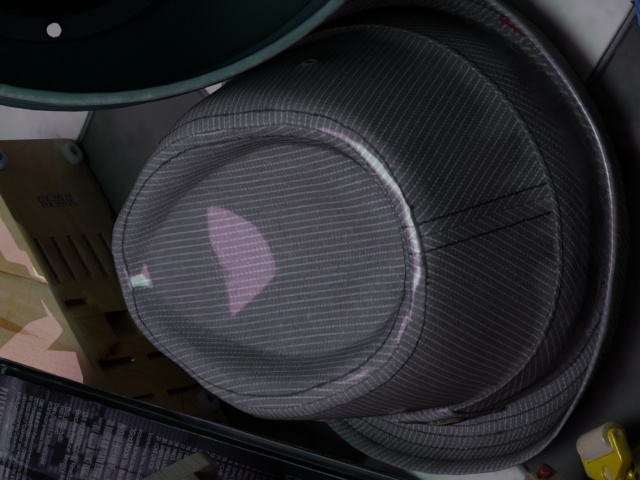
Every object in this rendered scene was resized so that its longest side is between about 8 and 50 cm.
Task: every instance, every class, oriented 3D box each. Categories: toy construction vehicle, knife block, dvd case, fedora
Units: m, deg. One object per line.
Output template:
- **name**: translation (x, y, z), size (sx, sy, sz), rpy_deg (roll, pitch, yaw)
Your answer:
- **toy construction vehicle**: translation (0.152, 0.112, 0.824), size (0.098, 0.035, 0.086), rpy_deg (65, 150, 13)
- **knife block**: translation (-0.209, 0.063, 1.107), size (0.242, 0.088, 0.275), rpy_deg (-38, 74, 29)
- **dvd case**: translation (-0.073, 0.153, 0.993), size (0.221, 0.018, 0.164), rpy_deg (17, 124, -1)
- **fedora**: translation (0.000, 0.000, 0.878), size (0.275, 0.124, 0.243), rpy_deg (2, 104, 48)

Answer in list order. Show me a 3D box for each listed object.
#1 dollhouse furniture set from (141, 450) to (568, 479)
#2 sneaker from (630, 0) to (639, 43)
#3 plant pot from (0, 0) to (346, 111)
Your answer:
- **dollhouse furniture set**: translation (0.024, 0.143, 0.880), size (0.184, 0.129, 0.129), rpy_deg (44, 145, 33)
- **sneaker**: translation (0.205, -0.063, 0.676), size (0.221, 0.083, 0.087), rpy_deg (28, 114, 30)
- **plant pot**: translation (-0.115, -0.184, 0.855), size (0.196, 0.293, 0.293), rpy_deg (152, 99, -75)
